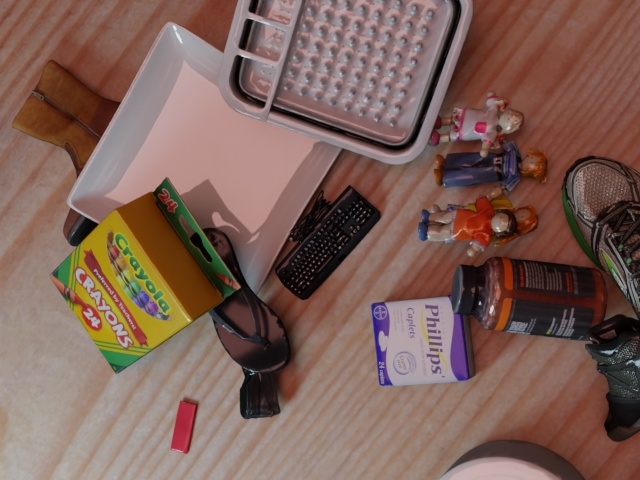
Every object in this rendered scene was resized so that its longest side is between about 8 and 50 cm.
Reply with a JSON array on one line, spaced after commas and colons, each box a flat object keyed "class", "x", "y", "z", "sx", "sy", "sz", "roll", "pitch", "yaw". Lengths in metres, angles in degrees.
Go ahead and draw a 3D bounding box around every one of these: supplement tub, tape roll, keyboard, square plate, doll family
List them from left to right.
[{"class": "square plate", "x": -0.181, "y": -0.120, "z": 1.315, "sx": 0.347, "sy": 0.049, "sz": 0.344, "roll": 31, "pitch": 94, "yaw": 0}, {"class": "keyboard", "x": 0.000, "y": 0.000, "z": 1.275, "sx": 0.100, "sy": 0.038, "sz": 0.192, "roll": 40, "pitch": 97, "yaw": -3}, {"class": "doll family", "x": 0.248, "y": -0.083, "z": 1.191, "sx": 0.163, "sy": 0.118, "sz": 0.263, "roll": -1, "pitch": 66, "yaw": 25}, {"class": "tape roll", "x": 0.257, "y": 0.404, "z": 1.094, "sx": 0.246, "sy": 0.169, "sz": 0.246, "roll": -2, "pitch": 84, "yaw": 19}, {"class": "supplement tub", "x": 0.286, "y": 0.078, "z": 1.122, "sx": 0.197, "sy": 0.106, "sz": 0.106, "roll": 7, "pitch": 87, "yaw": -1}]

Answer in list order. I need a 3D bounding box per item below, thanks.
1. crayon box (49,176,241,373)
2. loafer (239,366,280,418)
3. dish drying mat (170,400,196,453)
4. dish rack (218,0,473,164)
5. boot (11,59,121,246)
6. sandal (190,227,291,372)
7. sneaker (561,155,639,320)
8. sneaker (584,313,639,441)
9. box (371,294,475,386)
[{"class": "crayon box", "x": -0.281, "y": 0.063, "z": 1.252, "sx": 0.318, "sy": 0.081, "sz": 0.202, "roll": -35, "pitch": 89, "yaw": 44}, {"class": "loafer", "x": -0.094, "y": 0.201, "z": 1.298, "sx": 0.061, "sy": 0.062, "sz": 0.170, "roll": 6, "pitch": 77, "yaw": -20}, {"class": "dish drying mat", "x": -0.229, "y": 0.312, "z": 1.350, "sx": 0.032, "sy": 0.008, "sz": 0.083, "roll": 10, "pitch": 87, "yaw": 18}, {"class": "dish rack", "x": 0.036, "y": -0.290, "z": 1.206, "sx": 0.332, "sy": 0.072, "sz": 0.286, "roll": 20, "pitch": 107, "yaw": 5}, {"class": "boot", "x": -0.452, "y": -0.157, "z": 1.426, "sx": 0.280, "sy": 0.096, "sz": 0.264, "roll": 29, "pitch": 95, "yaw": 20}, {"class": "sandal", "x": -0.138, "y": 0.098, "z": 1.251, "sx": 0.097, "sy": 0.054, "sz": 0.254, "roll": -34, "pitch": 81, "yaw": 3}, {"class": "sneaker", "x": 0.448, "y": 0.026, "z": 1.080, "sx": 0.134, "sy": 0.146, "sz": 0.344, "roll": -35, "pitch": 74, "yaw": 12}, {"class": "sneaker", "x": 0.405, "y": 0.176, "z": 1.061, "sx": 0.087, "sy": 0.228, "sz": 0.130, "roll": -30, "pitch": 59, "yaw": -17}, {"class": "box", "x": 0.154, "y": 0.148, "z": 1.205, "sx": 0.137, "sy": 0.072, "sz": 0.126, "roll": -8, "pitch": 83, "yaw": 17}]
